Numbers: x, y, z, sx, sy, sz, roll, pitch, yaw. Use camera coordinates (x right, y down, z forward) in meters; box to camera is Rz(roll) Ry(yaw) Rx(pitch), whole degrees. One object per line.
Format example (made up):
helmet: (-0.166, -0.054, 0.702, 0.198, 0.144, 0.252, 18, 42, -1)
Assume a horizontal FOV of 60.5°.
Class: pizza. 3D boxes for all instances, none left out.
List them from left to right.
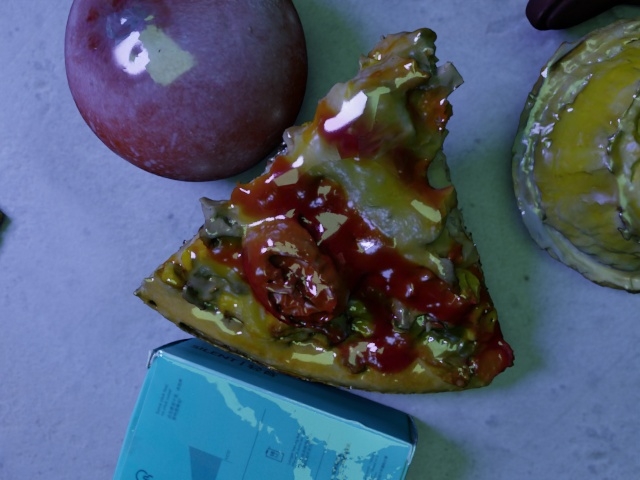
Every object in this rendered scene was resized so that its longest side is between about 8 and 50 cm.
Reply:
pizza: (0.019, -0.009, 0.559, 0.441, 0.130, 0.405, 11, 121, 1)

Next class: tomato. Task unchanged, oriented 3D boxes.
tomato: (-0.149, -0.198, 0.610, 0.271, 0.227, 0.269, 0, 89, 11)

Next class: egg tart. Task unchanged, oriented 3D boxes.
egg tart: (0.357, -0.088, 0.570, 0.316, 0.120, 0.314, 0, 98, 2)

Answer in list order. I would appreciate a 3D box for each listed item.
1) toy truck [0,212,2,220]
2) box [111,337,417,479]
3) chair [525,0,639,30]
toy truck: (-0.473, -0.016, 0.742, 0.054, 0.049, 0.083, 28, 94, 7)
box: (-0.065, 0.259, 0.644, 0.312, 0.118, 0.204, 17, 89, 8)
chair: (0.265, -0.390, 0.556, 0.227, 0.226, 0.400, -27, 86, 7)
